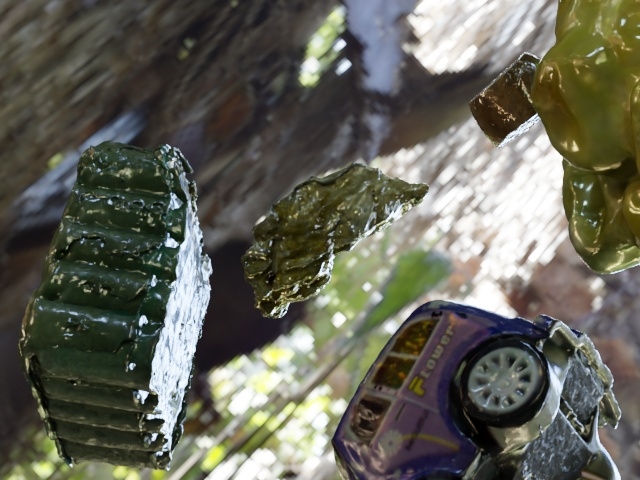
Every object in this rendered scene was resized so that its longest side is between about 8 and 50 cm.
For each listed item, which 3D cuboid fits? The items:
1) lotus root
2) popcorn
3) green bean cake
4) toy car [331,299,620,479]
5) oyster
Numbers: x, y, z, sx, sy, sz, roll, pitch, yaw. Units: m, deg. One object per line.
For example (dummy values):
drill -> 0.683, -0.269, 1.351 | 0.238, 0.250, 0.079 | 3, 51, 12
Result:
lotus root -> 0.244, -0.172, 1.869 | 0.081, 0.112, 0.122 | 49, -40, 0
popcorn -> 0.292, -0.109, 1.063 | 0.312, 0.312, 0.312 | 31, -33, 23
green bean cake -> -0.180, 0.061, 1.396 | 0.132, 0.255, 0.241 | 5, -30, 7
toy car -> 0.094, 0.160, 1.044 | 0.158, 0.235, 0.172 | 22, -18, 39
oyster -> 0.000, 0.000, 1.070 | 0.045, 0.146, 0.121 | 45, -63, 26
